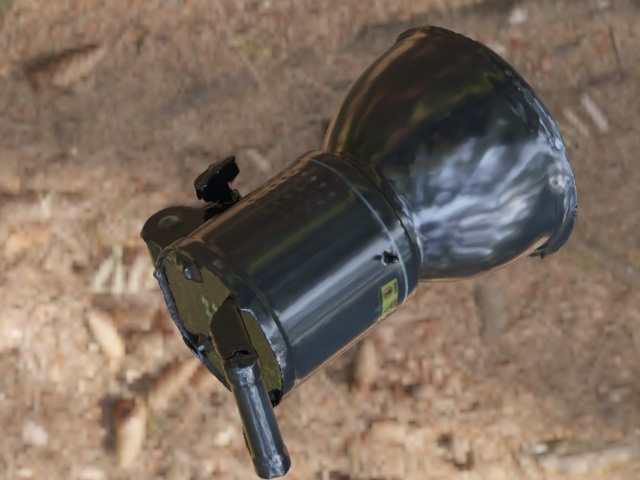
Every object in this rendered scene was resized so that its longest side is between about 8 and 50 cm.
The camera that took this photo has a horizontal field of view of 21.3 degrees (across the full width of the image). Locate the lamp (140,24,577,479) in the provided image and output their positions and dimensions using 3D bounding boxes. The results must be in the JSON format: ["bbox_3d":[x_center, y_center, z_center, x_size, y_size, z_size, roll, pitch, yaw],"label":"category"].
[{"bbox_3d":[0.000,0.000,0.896,0.227,0.172,0.147,-34,133,-25],"label":"lamp"}]
